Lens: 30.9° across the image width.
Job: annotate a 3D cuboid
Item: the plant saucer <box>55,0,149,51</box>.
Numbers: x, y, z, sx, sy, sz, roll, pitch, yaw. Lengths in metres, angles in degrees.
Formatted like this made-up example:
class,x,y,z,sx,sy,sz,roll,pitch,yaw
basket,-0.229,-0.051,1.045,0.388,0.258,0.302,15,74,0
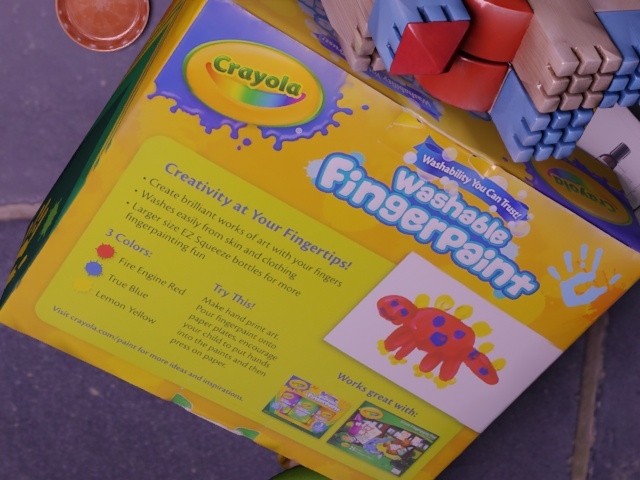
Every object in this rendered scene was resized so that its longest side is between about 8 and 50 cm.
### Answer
class,x,y,z,sx,sy,sz,roll,pitch,yaw
plant saucer,-0.197,-0.213,1.049,0.084,0.013,0.083,-3,113,-6

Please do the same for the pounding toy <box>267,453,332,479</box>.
class,x,y,z,sx,sy,sz,roll,pitch,yaw
pounding toy,-0.005,0.273,1.253,0.183,0.110,0.237,32,136,-29

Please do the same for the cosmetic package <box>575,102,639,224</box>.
class,x,y,z,sx,sy,sz,roll,pitch,yaw
cosmetic package,0.262,-0.096,1.126,0.099,0.060,0.239,-44,111,11

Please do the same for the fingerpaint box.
class,x,y,z,sx,sy,sz,roll,pitch,yaw
fingerpaint box,0.000,0.000,1.050,0.445,0.163,0.371,28,119,-19

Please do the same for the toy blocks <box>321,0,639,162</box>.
class,x,y,z,sx,sy,sz,roll,pitch,yaw
toy blocks,0.161,-0.178,0.868,0.382,0.260,0.190,-6,145,-20
